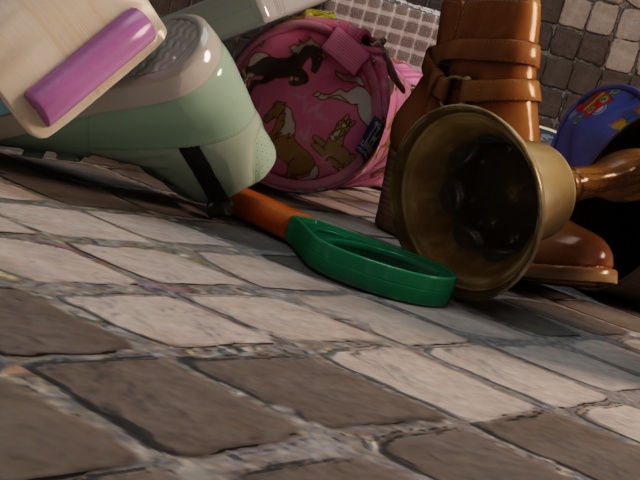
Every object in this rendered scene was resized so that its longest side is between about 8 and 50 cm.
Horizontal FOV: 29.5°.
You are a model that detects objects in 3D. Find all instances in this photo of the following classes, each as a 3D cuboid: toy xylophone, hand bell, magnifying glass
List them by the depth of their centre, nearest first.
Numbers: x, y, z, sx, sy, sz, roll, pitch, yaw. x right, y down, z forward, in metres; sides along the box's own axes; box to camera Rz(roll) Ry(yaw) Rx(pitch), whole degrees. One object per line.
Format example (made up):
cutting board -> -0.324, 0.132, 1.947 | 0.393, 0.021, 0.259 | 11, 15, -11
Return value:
toy xylophone -> -0.268, -0.142, 0.810 | 0.323, 0.236, 0.081 | 30, -28, 46
magnifying glass -> 0.000, 0.000, 0.813 | 0.092, 0.026, 0.231 | 9, 11, -38
hand bell -> 0.176, -0.041, 0.851 | 0.242, 0.126, 0.126 | -11, 24, -42

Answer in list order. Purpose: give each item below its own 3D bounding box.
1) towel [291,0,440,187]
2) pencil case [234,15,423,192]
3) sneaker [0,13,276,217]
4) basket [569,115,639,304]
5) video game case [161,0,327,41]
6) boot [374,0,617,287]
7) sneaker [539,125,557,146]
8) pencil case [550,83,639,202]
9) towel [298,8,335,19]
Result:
towel -> 0.087, -0.179, 1.509 | 0.284, 0.235, 0.121 | 14, 13, -13
pencil case -> 0.021, -0.130, 1.248 | 0.167, 0.160, 0.386 | 2, 3, 11
sneaker -> -0.157, -0.071, 0.866 | 0.256, 0.094, 0.151 | -2, -37, 28
basket -> 0.351, 0.003, 1.025 | 0.227, 0.154, 0.204 | 19, -20, -15
video game case -> -0.087, -0.196, 1.082 | 0.329, 0.036, 0.300 | -13, 14, 39
boot -> 0.157, -0.086, 0.991 | 0.109, 0.220, 0.283 | 12, 8, -27
sneaker -> 0.201, -0.109, 1.676 | 0.350, 0.131, 0.148 | 8, 10, 3
pencil case -> 0.364, -0.034, 1.194 | 0.306, 0.119, 0.133 | 28, 5, -30
towel -> -0.093, -0.168, 1.239 | 0.237, 0.021, 0.102 | -29, -4, 18
